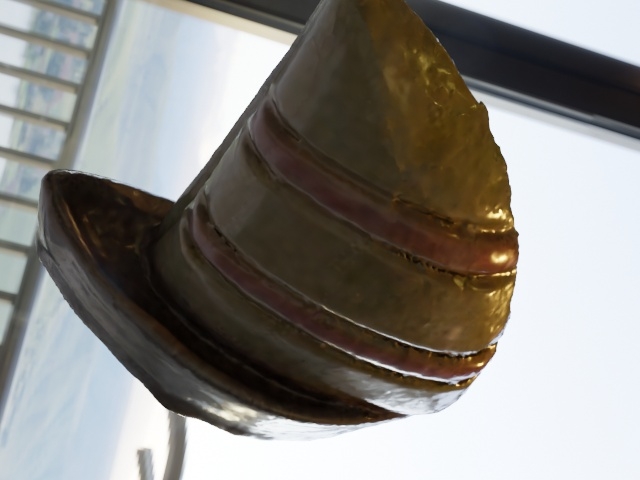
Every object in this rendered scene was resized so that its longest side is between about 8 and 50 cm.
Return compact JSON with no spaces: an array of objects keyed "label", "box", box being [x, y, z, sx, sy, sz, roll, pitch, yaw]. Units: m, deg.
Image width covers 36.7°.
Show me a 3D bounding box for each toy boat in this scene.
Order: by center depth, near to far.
[{"label":"toy boat","box":[-0.007,0.022,0.566,0.293,0.276,0.111,-24,-150,36]}]
